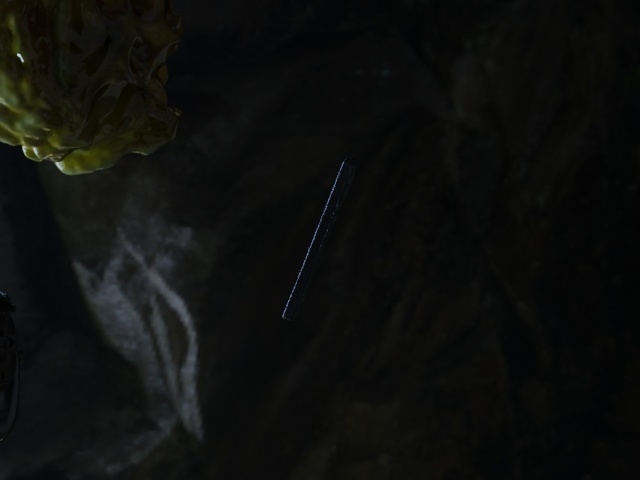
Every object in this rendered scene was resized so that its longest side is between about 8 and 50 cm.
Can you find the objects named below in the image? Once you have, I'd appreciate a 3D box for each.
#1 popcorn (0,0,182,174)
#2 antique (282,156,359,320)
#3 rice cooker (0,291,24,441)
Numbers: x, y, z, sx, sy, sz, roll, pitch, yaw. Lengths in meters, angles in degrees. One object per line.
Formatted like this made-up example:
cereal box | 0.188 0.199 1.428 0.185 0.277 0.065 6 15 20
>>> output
popcorn | -0.210 -0.160 1.068 0.189 0.170 0.218 58 -132 -41
antique | 0.000 0.000 1.412 0.031 0.015 0.192 -46 -22 -73
rice cooker | -0.381 0.134 1.367 0.118 0.142 0.203 -9 -54 -27
